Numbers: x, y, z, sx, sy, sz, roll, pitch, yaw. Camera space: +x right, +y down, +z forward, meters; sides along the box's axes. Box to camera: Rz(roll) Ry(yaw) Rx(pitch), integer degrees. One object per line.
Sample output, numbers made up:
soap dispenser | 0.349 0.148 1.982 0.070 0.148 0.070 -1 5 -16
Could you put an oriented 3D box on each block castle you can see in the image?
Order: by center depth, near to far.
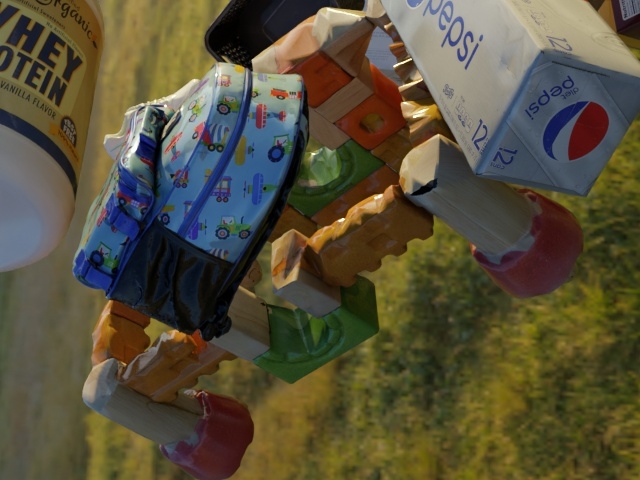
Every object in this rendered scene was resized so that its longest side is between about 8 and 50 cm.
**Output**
block castle | 0.000 0.000 1.074 0.453 0.213 0.303 -34 42 27

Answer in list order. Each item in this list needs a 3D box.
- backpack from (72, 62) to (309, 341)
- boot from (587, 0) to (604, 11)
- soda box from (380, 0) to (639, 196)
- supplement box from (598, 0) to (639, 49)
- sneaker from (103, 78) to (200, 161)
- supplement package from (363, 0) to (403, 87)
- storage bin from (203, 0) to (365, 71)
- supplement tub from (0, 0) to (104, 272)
backpack | -0.081 -0.044 0.796 0.173 0.117 0.158 -57 16 30
boot | 0.215 -0.226 1.204 0.305 0.115 0.112 -56 5 8
soda box | 0.126 -0.156 0.838 0.286 0.091 0.098 -109 37 -50
supplement box | 0.434 -0.300 1.283 0.194 0.191 0.129 -22 70 47
sneaker | -0.209 -0.152 1.460 0.152 0.061 0.053 -45 16 2
supplement package | 0.133 -0.418 2.025 0.175 0.177 0.292 9 86 33
storage bin | -0.047 -0.280 1.483 0.180 0.122 0.084 -45 -3 32
supplement tub | -0.329 -0.152 1.098 0.228 0.228 0.316 123 154 -52
